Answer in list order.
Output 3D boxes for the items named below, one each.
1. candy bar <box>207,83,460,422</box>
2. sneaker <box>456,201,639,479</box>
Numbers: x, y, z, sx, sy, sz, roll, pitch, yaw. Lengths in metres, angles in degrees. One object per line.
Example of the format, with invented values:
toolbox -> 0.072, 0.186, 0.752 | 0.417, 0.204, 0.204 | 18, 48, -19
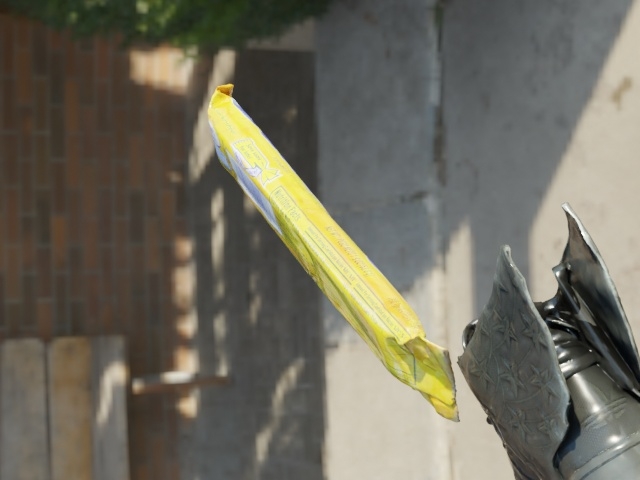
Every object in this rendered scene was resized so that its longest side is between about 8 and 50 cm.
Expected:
candy bar -> 0.000, 0.000, 0.522 | 0.161, 0.018, 0.040 | 51, 166, 39
sneaker -> 0.081, 0.058, 0.505 | 0.089, 0.051, 0.170 | 59, 170, 16
